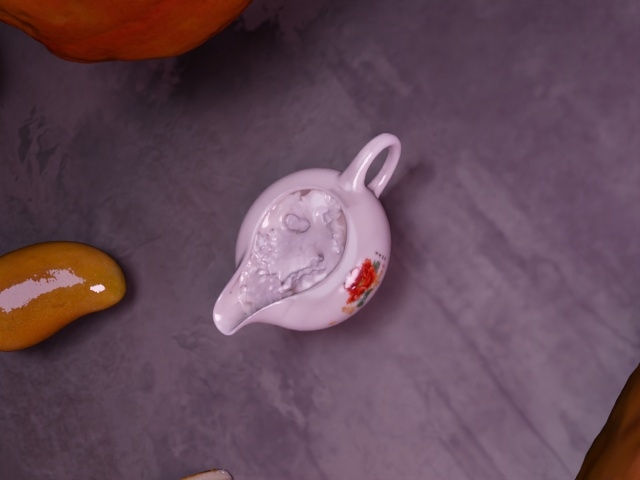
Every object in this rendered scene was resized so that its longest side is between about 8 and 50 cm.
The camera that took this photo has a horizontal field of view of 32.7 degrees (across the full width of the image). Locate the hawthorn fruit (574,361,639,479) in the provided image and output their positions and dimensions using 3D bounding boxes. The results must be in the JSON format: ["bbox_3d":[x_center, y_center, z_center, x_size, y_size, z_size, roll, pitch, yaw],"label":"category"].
[{"bbox_3d":[0.324,0.239,0.562,0.472,0.472,0.471,-7,74,25],"label":"hawthorn fruit"}]

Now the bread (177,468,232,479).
[{"bbox_3d":[-0.131,0.247,0.986,0.109,0.062,0.043,-40,62,9],"label":"bread"}]

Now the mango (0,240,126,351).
[{"bbox_3d":[-0.286,0.052,1.104,0.184,0.085,0.102,-19,69,16],"label":"mango"}]

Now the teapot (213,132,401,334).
[{"bbox_3d":[0.000,0.000,0.967,0.145,0.092,0.226,38,94,27],"label":"teapot"}]

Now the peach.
[{"bbox_3d":[-0.198,-0.315,1.013,0.343,0.343,0.301,21,88,30],"label":"peach"}]
